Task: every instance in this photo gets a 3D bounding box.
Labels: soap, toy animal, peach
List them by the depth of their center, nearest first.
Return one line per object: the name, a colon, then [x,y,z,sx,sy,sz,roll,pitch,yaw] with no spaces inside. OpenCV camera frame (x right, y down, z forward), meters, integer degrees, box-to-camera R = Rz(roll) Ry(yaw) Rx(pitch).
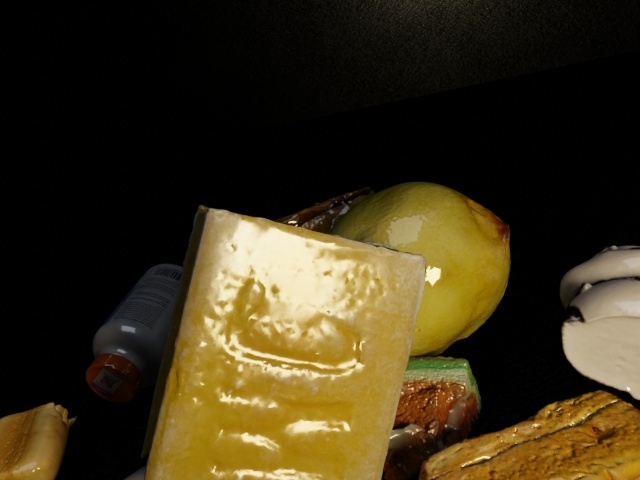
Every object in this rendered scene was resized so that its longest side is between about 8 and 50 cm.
soap: [-0.044,0.145,0.682,0.293,0.336,0.156,14,0,-16]
toy animal: [0.469,0.102,0.840,0.187,0.165,0.235,-16,26,37]
peach: [0.146,0.053,0.921,0.314,0.315,0.282,-6,64,-36]

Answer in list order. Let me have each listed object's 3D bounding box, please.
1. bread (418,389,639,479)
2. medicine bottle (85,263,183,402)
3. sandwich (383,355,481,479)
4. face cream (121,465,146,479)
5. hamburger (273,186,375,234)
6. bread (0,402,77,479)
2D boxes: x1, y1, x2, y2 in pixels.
bread: [0.269,0.295,0.631,0.294,0.132,0.167,-21,28,-8]
medicine bottle: [-0.348,0.184,1.096,0.156,0.157,0.289,-5,30,17]
sandwich: [0.151,0.252,0.789,0.184,0.109,0.160,-13,26,4]
face cream: [-0.152,0.376,0.641,0.194,0.175,0.175,9,36,35]
hamburger: [-0.004,0.002,1.161,0.304,0.174,0.284,-31,-4,-21]
bread: [-0.498,0.364,0.925,0.134,0.085,0.173,-14,27,-5]
